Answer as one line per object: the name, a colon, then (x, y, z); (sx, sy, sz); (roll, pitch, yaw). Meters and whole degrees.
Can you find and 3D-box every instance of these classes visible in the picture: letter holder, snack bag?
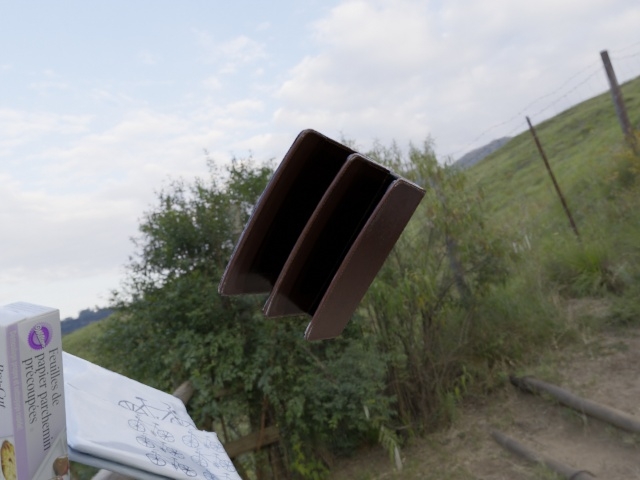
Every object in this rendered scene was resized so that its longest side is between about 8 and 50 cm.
letter holder: (0.000, 0.000, 0.796); (0.214, 0.152, 0.302); (8, -66, -59)
snack bag: (-0.303, 0.300, 0.832); (0.323, 0.037, 0.342); (37, -8, -34)

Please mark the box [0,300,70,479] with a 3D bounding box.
box: (-0.319, 0.231, 0.532); (0.067, 0.324, 0.063); (7, 11, 21)
